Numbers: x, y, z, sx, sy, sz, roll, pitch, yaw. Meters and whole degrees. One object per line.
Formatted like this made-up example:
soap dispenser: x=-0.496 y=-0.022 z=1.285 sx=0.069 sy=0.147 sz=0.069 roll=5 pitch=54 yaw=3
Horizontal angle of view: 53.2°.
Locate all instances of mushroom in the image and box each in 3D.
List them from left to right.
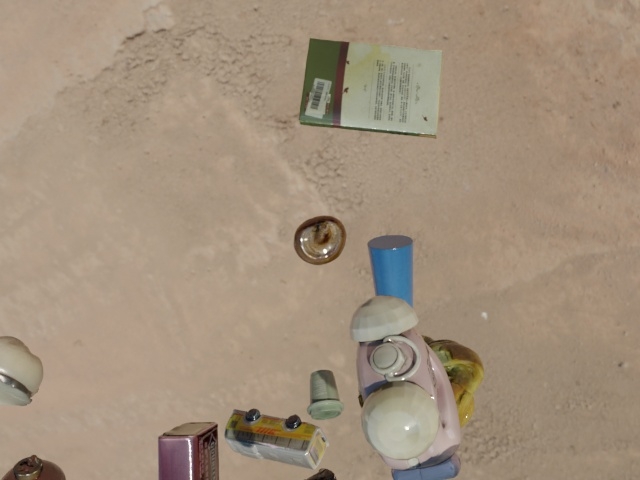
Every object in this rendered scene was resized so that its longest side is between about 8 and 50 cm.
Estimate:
mushroom: x=-0.001 y=-0.003 z=1.484 sx=0.126 sy=0.085 sz=0.109 roll=-8 pitch=120 yaw=-6

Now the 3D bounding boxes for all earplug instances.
earplug: x=0.214 y=0.132 z=1.877 sx=0.132 sy=0.132 sz=0.273 roll=2 pitch=109 yaw=25

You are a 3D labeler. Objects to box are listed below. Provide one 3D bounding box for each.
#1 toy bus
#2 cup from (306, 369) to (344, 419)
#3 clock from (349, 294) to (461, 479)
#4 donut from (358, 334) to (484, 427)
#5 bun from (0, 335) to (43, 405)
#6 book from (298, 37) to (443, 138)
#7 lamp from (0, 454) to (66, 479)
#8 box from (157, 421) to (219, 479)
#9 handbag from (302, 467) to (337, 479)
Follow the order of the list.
toy bus: x=-0.114 y=0.487 z=1.575 sx=0.268 sy=0.106 sz=0.092 roll=1 pitch=132 yaw=30
cup: x=0.009 y=0.490 z=2.035 sx=0.120 sy=0.141 sz=0.120 roll=-8 pitch=146 yaw=-5
clock: x=0.170 y=0.313 z=1.319 sx=0.184 sy=0.342 sz=0.326 roll=-22 pitch=136 yaw=9
donut: x=0.285 y=0.407 z=1.821 sx=0.360 sy=0.360 sz=0.170 roll=7 pitch=123 yaw=21
bun: x=-0.658 y=0.259 z=1.318 sx=0.173 sy=0.120 sz=0.173 roll=4 pitch=142 yaw=3
book: x=0.108 y=-0.320 z=1.332 sx=0.289 sy=0.201 sz=0.026 roll=7 pitch=165 yaw=1
lamp: x=-0.741 y=0.673 z=1.639 sx=0.180 sy=0.180 sz=0.258 roll=8 pitch=112 yaw=21
box: x=-0.193 y=0.392 z=0.950 sx=0.069 sy=0.120 sz=0.224 roll=-4 pitch=82 yaw=9
handbag: x=-0.006 y=0.674 z=1.533 sx=0.155 sy=0.169 sz=0.215 roll=-24 pitch=90 yaw=63
